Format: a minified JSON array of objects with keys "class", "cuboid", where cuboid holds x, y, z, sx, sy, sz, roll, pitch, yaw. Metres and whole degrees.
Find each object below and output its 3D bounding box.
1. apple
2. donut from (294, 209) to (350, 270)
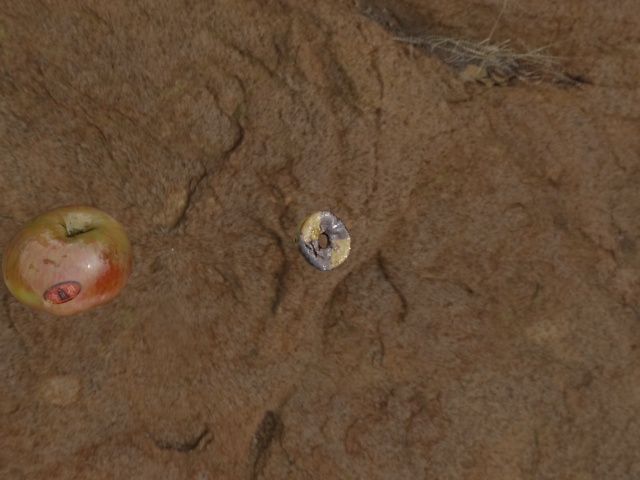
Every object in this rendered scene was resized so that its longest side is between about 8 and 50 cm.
[{"class":"apple","cuboid":[-0.435,0.038,1.009,0.209,0.209,0.164,8,121,-14]},{"class":"donut","cuboid":[0.000,0.000,1.340,0.140,0.059,0.140,-1,92,-28]}]
